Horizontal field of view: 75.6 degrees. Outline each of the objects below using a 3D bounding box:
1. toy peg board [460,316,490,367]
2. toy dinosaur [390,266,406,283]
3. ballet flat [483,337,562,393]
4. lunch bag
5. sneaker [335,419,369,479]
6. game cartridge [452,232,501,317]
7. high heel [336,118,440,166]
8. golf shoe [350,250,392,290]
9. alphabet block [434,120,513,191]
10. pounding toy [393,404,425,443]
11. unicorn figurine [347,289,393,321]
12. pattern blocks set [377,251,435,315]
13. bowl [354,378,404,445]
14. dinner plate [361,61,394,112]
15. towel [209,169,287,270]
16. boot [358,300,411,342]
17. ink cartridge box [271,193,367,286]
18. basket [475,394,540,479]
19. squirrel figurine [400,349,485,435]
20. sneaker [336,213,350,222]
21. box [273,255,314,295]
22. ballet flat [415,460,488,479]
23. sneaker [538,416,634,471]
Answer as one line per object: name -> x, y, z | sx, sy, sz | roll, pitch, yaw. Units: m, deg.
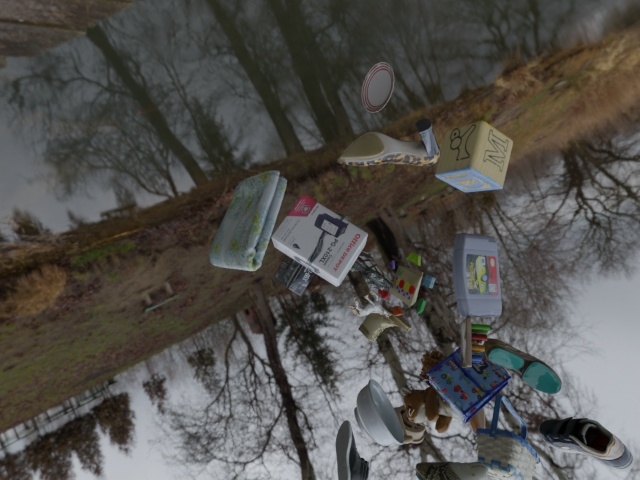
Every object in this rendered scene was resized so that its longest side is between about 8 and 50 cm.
toy peg board -> 0.537, 0.359, 1.432 | 0.079, 0.161, 0.161 | 1, 162, 12
toy dinosaur -> 0.430, 0.209, 2.250 | 0.118, 0.064, 0.268 | -36, 174, -13
ballet flat -> 0.786, 0.479, 1.628 | 0.116, 0.342, 0.124 | -63, -176, 19
lunch bag -> 0.643, 0.581, 1.760 | 0.293, 0.221, 0.138 | -36, 139, -8
sneaker -> 0.161, 1.049, 2.024 | 0.146, 0.296, 0.104 | 25, 137, -29
game cartridge -> 0.553, 0.123, 1.464 | 0.195, 0.295, 0.060 | 3, 170, -26
high heel -> 0.189, -0.219, 1.113 | 0.261, 0.093, 0.186 | -15, 155, 18
golf shoe -> 0.225, 0.118, 1.862 | 0.105, 0.272, 0.120 | -44, -168, 52
alphabet block -> 0.588, -0.315, 1.588 | 0.193, 0.197, 0.192 | 21, 172, -30
pounding toy -> 0.491, 0.998, 2.266 | 0.154, 0.155, 0.269 | 2, -161, -4
unicorn figurine -> 0.183, 0.238, 1.479 | 0.161, 0.111, 0.060 | -22, -164, 46
pattern blocks set -> 0.374, 0.193, 1.807 | 0.026, 0.286, 0.325 | 14, -164, -24
bowl -> 0.240, 0.783, 1.837 | 0.134, 0.298, 0.298 | -31, 177, 10
dinner plate -> 0.169, -0.444, 1.201 | 0.017, 0.141, 0.141 | 1, 164, -32
towel -> -0.278, -0.074, 1.552 | 0.090, 0.375, 0.320 | 24, 166, -32
boot -> 0.351, 0.481, 2.275 | 0.204, 0.261, 0.095 | -61, 152, 3
ink cartridge box -> 0.000, 0.000, 1.242 | 0.172, 0.237, 0.100 | -55, 170, -15
basket -> 0.732, 0.796, 1.623 | 0.201, 0.255, 0.289 | -14, -147, 50
squirrel figurine -> 0.605, 0.773, 2.112 | 0.370, 0.281, 0.397 | -29, -149, 44
sneaker -> 0.033, -0.029, 1.476 | 0.192, 0.086, 0.064 | -55, 157, -35
box -> -0.107, 0.122, 2.021 | 0.243, 0.076, 0.307 | -58, -160, -6
ballet flat -> 0.552, 0.844, 1.333 | 0.182, 0.482, 0.164 | -58, 157, 4
sneaker -> 0.922, 0.694, 1.479 | 0.126, 0.127, 0.321 | -45, -165, -23
